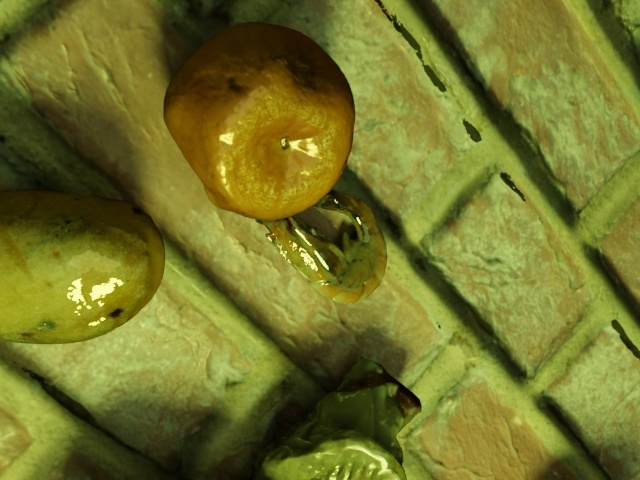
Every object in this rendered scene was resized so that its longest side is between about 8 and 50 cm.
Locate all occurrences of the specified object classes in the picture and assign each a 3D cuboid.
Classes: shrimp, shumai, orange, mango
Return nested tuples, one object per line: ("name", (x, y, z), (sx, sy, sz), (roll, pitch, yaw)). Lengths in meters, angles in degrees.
("shrimp", (0.013, -0.011, 1.114), (0.145, 0.059, 0.254), (-47, 116, -10))
("shumai", (0.027, 0.318, 1.178), (0.272, 0.203, 0.222), (-29, 115, 23))
("orange", (-0.075, -0.156, 0.974), (0.249, 0.183, 0.248), (-19, 127, -26))
("mango", (-0.352, 0.028, 0.916), (0.330, 0.175, 0.176), (4, 69, -5))
